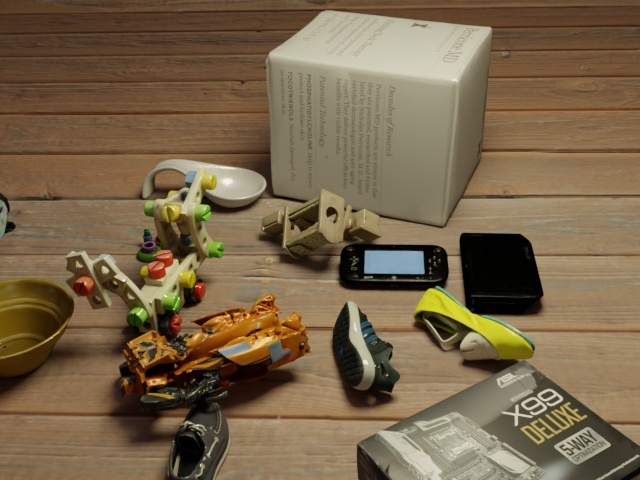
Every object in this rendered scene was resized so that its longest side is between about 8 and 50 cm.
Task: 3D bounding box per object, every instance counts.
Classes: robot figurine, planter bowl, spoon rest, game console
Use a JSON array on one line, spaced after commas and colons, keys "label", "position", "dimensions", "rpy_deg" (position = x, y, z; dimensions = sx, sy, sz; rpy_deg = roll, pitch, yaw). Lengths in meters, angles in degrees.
[{"label": "robot figurine", "position": [-0.176, 0.174, 1.327], "dimensions": [0.290, 0.085, 0.211], "rpy_deg": [-16, 20, -23]}, {"label": "planter bowl", "position": [-0.505, 0.158, 1.385], "dimensions": [0.217, 0.090, 0.217], "rpy_deg": [-1, 32, 1]}, {"label": "spoon rest", "position": [-0.253, -0.126, 1.833], "dimensions": [0.276, 0.084, 0.137], "rpy_deg": [4, 33, 11]}, {"label": "game console", "position": [0.215, 0.054, 1.555], "dimensions": [0.361, 0.044, 0.213], "rpy_deg": [0, 32, 5]}]

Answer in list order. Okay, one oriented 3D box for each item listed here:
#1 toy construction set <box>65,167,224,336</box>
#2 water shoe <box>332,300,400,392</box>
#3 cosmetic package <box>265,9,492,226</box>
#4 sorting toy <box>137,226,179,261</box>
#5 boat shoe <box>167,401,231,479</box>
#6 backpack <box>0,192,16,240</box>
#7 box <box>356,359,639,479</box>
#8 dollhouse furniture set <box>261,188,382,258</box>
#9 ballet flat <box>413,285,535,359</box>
[{"label": "toy construction set", "position": [-0.279, 0.033, 1.454], "dimensions": [0.151, 0.215, 0.327], "rpy_deg": [16, 36, 28]}, {"label": "water shoe", "position": [0.072, 0.176, 1.365], "dimensions": [0.080, 0.073, 0.203], "rpy_deg": [19, 27, -18]}, {"label": "cosmetic package", "position": [0.132, -0.274, 1.818], "dimensions": [0.393, 0.328, 0.329], "rpy_deg": [11, 34, 18]}, {"label": "sorting toy", "position": [-0.325, -0.001, 1.675], "dimensions": [0.061, 0.042, 0.102], "rpy_deg": [17, 37, 27]}, {"label": "boat shoe", "position": [-0.171, 0.284, 1.188], "dimensions": [0.075, 0.065, 0.206], "rpy_deg": [-2, 31, 5]}, {"label": "backpack", "position": [-0.696, -0.028, 1.673], "dimensions": [0.151, 0.115, 0.182], "rpy_deg": [-4, 35, -8]}, {"label": "box", "position": [0.240, 0.303, 1.124], "dimensions": [0.307, 0.077, 0.242], "rpy_deg": [-20, 36, -25]}, {"label": "dollhouse furniture set", "position": [0.000, 0.000, 1.659], "dimensions": [0.181, 0.160, 0.101], "rpy_deg": [-24, 54, 44]}, {"label": "ballet flat", "position": [0.241, 0.151, 1.385], "dimensions": [0.077, 0.077, 0.231], "rpy_deg": [-41, 42, -17]}]
